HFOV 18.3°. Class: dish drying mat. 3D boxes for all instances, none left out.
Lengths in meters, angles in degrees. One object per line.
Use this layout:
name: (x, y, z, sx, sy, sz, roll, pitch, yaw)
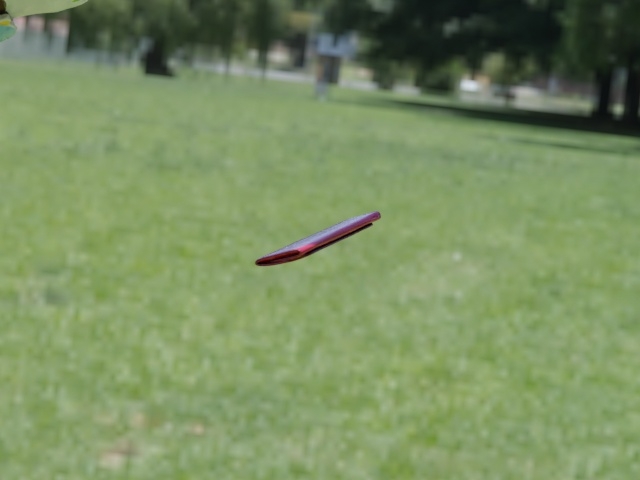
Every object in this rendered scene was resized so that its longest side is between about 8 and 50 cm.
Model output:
dish drying mat: (0.000, 0.000, 1.080, 0.032, 0.008, 0.083, -14, 7, 35)

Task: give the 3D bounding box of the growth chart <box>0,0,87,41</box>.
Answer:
growth chart: (-0.166, -0.108, 0.785, 0.237, 0.021, 0.172, -26, -24, 17)
